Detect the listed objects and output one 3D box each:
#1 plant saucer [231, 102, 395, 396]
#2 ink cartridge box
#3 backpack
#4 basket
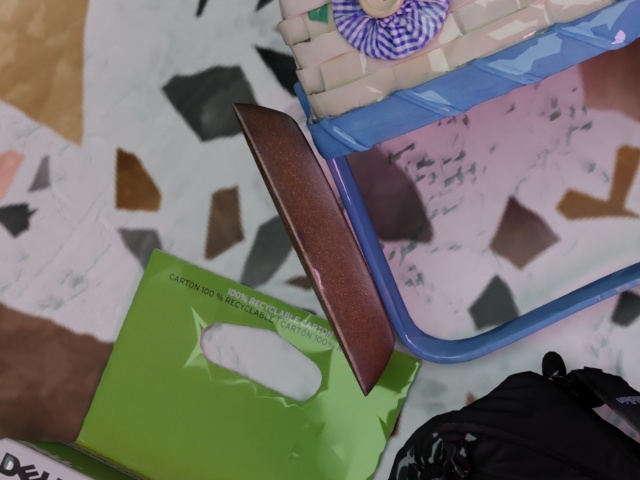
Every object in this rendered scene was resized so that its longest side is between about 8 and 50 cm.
[{"bbox_3d":[0.000,0.000,0.749,0.029,0.168,0.168,-24,75,-1],"label":"plant saucer"},{"bbox_3d":[-0.083,0.146,0.789,0.189,0.097,0.255,22,88,18],"label":"ink cartridge box"},{"bbox_3d":[0.135,0.152,0.702,0.182,0.152,0.115,32,129,29],"label":"backpack"},{"bbox_3d":[0.101,-0.096,0.732,0.255,0.201,0.289,-25,107,18],"label":"basket"}]
